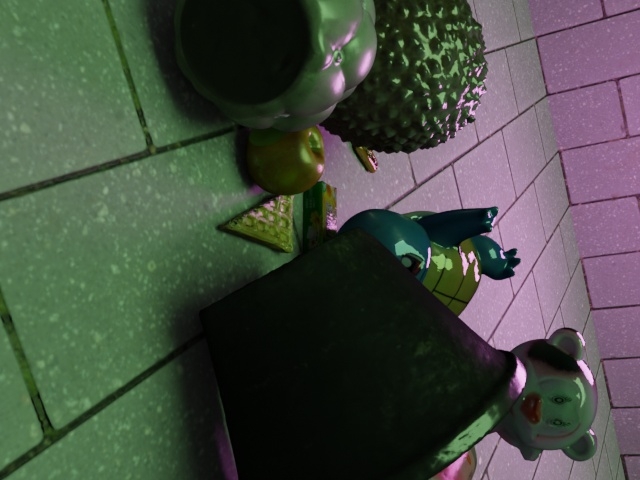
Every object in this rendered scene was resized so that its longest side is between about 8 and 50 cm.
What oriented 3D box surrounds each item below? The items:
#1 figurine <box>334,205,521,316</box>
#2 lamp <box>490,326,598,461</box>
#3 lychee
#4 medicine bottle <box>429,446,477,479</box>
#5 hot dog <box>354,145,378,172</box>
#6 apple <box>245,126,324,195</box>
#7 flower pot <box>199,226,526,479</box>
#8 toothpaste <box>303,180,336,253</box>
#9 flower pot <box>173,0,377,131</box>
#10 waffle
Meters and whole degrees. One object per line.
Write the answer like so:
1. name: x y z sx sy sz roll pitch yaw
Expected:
1. figurine: 0.176 0.046 1.161 0.243 0.298 0.416 45 15 14
2. lamp: 0.383 0.297 1.404 0.247 0.301 0.247 1 81 -60
3. lychee: 0.100 -0.259 1.086 0.300 0.300 0.299 24 62 -56
4. medicine bottle: 0.183 0.371 1.202 0.247 0.147 0.147 -40 116 -56
5. hot dog: 0.083 -0.156 1.294 0.083 0.021 0.037 50 41 -44
6. apple: -0.043 -0.116 0.981 0.099 0.102 0.114 60 37 -41
7. flower pot: 0.021 0.133 0.838 0.379 0.379 0.251 -25 87 -59
8. toothpaste: 0.000 0.000 1.092 0.043 0.037 0.178 26 60 -57
9. flower pot: -0.051 -0.254 0.878 0.195 0.246 0.246 -41 118 -62
10. waffle: -0.084 -0.042 0.973 0.153 0.023 0.097 22 62 -55
